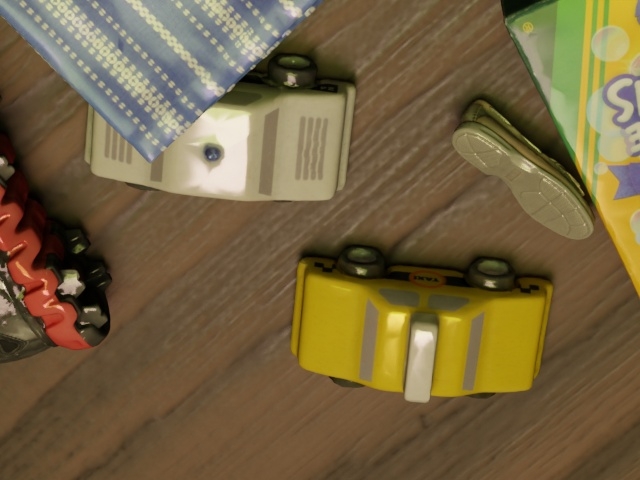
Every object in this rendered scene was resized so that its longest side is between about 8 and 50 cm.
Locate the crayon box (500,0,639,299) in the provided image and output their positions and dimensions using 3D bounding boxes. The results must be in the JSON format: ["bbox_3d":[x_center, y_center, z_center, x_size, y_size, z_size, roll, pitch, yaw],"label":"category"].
[{"bbox_3d":[0.280,-0.066,1.286,0.203,0.083,0.323,-25,112,13],"label":"crayon box"}]

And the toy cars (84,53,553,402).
[{"bbox_3d":[0.000,0.000,1.322,0.176,0.087,0.393,-41,107,18],"label":"toy cars"}]

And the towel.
[{"bbox_3d":[-0.071,-0.242,1.201,0.336,0.040,0.243,-43,104,5],"label":"towel"}]

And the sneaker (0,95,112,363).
[{"bbox_3d":[-0.259,-0.023,1.314,0.135,0.098,0.276,-24,113,10],"label":"sneaker"}]

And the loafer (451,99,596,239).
[{"bbox_3d":[0.147,-0.051,1.321,0.125,0.039,0.045,38,145,-17],"label":"loafer"}]
